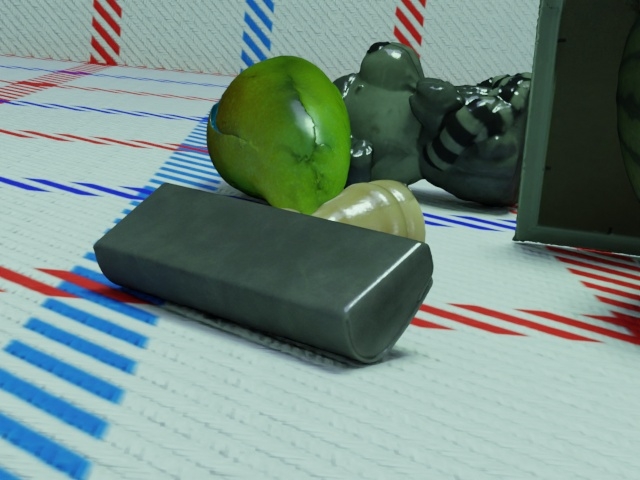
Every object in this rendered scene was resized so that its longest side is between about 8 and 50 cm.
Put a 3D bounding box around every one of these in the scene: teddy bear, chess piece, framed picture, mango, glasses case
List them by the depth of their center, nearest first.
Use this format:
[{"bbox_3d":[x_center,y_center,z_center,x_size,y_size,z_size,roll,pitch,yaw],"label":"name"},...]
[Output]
[{"bbox_3d":[-0.035,0.013,0.648,0.191,0.042,0.072,14,51,37],"label":"glasses case"},{"bbox_3d":[0.000,0.000,0.746,0.122,0.066,0.066,-11,19,-37],"label":"chess piece"},{"bbox_3d":[0.296,-0.079,0.870,0.293,0.231,0.018,8,34,11],"label":"framed picture"},{"bbox_3d":[-0.034,-0.086,1.030,0.111,0.125,0.233,27,25,-24],"label":"mango"},{"bbox_3d":[0.089,-0.106,1.119,0.251,0.144,0.171,4,22,6],"label":"teddy bear"}]

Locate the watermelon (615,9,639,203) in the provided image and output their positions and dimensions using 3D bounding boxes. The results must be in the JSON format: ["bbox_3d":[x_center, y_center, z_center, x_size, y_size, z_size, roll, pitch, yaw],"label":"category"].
[{"bbox_3d":[0.348,-0.067,0.668,0.359,0.278,0.279,15,15,36],"label":"watermelon"}]
